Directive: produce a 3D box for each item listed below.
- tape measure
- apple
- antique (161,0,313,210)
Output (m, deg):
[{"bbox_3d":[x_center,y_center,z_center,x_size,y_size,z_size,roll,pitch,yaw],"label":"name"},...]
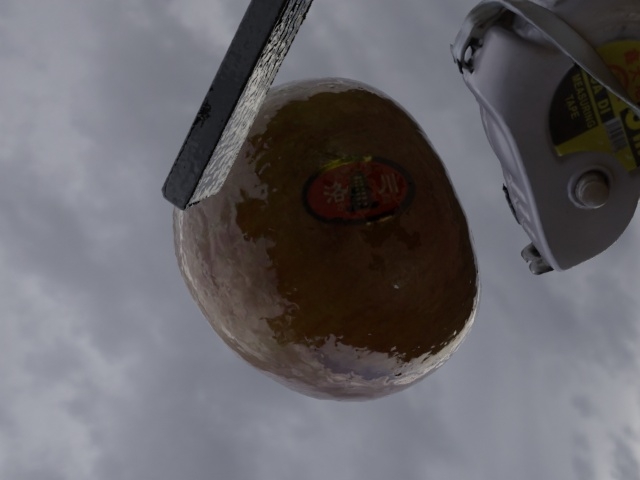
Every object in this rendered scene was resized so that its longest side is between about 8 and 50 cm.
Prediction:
[{"bbox_3d":[0.221,-0.111,0.883,0.120,0.197,0.236,-108,-7,-63],"label":"tape measure"},{"bbox_3d":[0.000,0.000,1.334,0.400,0.334,0.400,156,90,-89],"label":"apple"},{"bbox_3d":[-0.012,-0.095,0.416,0.015,0.192,0.031,34,-156,11],"label":"antique"}]
